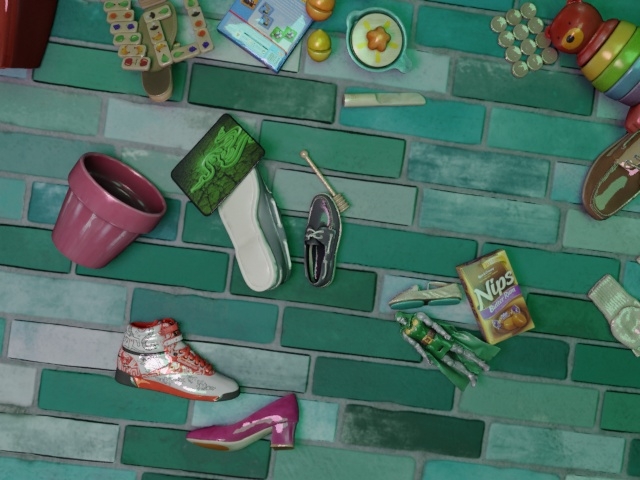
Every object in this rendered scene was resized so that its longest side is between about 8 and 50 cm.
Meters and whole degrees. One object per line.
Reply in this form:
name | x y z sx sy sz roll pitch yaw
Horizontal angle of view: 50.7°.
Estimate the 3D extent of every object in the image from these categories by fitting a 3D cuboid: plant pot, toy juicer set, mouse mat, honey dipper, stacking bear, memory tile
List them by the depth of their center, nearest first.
plant pot | -0.677 -0.461 1.325 0.267 0.267 0.236 4 104 -4
plant pot | -0.445 -0.049 1.380 0.201 0.201 0.180 38 105 -4
toy juicer set | 0.084 -0.407 1.426 0.209 0.089 0.329 -24 101 -8
mouse mat | -0.220 -0.162 1.429 0.190 0.007 0.152 -46 64 4
stacking bear | 0.621 -0.399 1.445 0.289 0.175 0.164 38 52 3
honey dipper | 0.008 -0.132 1.477 0.030 0.030 0.161 -35 91 -2
memory tile | 0.453 -0.446 1.504 0.113 0.012 0.148 -26 92 -3

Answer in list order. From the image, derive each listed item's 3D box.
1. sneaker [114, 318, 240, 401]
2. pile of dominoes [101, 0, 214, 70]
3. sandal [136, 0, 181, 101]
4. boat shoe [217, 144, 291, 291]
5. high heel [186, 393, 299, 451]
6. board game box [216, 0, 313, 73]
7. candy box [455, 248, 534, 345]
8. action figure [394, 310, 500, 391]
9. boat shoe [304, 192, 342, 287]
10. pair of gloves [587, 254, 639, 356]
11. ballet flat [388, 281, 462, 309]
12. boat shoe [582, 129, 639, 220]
sneaker | -0.295 0.250 1.438 0.270 0.090 0.145 10 93 -1
pile of dominoes | -0.346 -0.467 1.391 0.195 0.040 0.251 -20 68 -2
sandal | -0.334 -0.383 1.422 0.088 0.079 0.240 -6 68 3
boat shoe | -0.138 -0.049 1.450 0.116 0.099 0.320 -21 79 32
high heel | -0.168 0.392 1.471 0.244 0.082 0.117 -4 60 10
board game box | -0.098 -0.493 1.456 0.160 0.039 0.212 35 90 -4
candy box | 0.385 0.125 1.495 0.109 0.053 0.187 -22 91 -2
action figure | 0.258 0.227 1.482 0.232 0.063 0.137 34 108 1
boat shoe | 0.000 0.000 1.452 0.075 0.065 0.206 3 93 22
pair of gloves | 0.748 0.131 1.522 0.240 0.042 0.204 -35 93 -1
ballet flat | 0.228 0.121 1.493 0.168 0.057 0.052 -3 64 -7
boat shoe | 0.698 -0.182 1.473 0.123 0.116 0.324 38 89 -4
